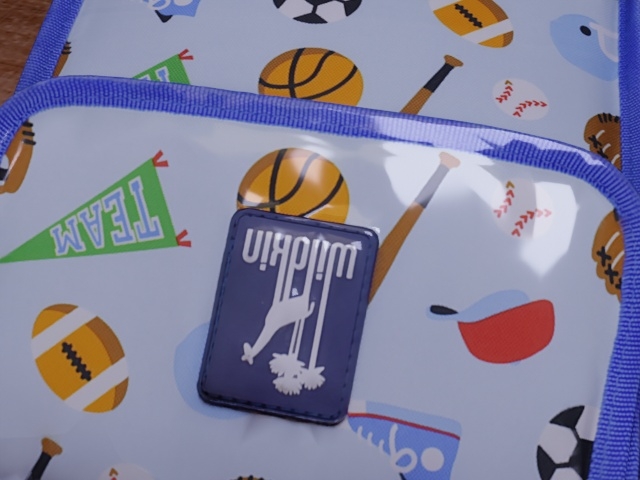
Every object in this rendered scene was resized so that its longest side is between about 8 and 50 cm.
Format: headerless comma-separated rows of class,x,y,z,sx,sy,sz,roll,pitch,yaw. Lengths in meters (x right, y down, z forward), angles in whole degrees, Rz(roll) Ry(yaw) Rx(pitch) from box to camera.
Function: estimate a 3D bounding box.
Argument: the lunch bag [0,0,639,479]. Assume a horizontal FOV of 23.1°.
lunch bag,0.000,0.000,0.810,0.327,0.239,0.385,9,46,5
